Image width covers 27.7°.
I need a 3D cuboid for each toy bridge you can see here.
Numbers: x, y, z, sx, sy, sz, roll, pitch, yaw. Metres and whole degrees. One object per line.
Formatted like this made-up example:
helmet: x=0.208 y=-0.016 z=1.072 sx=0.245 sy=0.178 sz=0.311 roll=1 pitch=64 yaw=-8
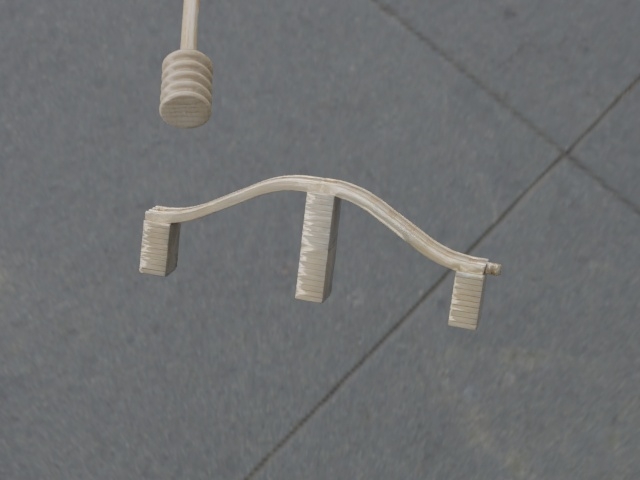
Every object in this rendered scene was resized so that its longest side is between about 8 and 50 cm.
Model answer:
toy bridge: x=0.000 y=0.000 z=0.673 sx=0.188 sy=0.026 sz=0.063 roll=9 pitch=102 yaw=11

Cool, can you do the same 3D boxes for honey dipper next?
honey dipper: x=-0.079 y=-0.135 z=0.778 sx=0.030 sy=0.030 sz=0.161 roll=-2 pitch=52 yaw=-1
